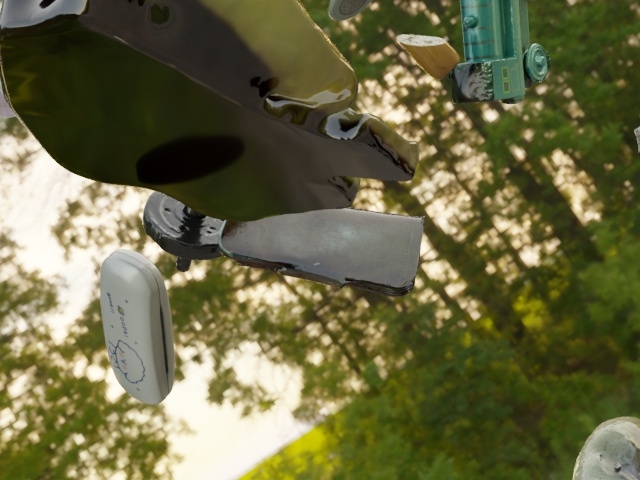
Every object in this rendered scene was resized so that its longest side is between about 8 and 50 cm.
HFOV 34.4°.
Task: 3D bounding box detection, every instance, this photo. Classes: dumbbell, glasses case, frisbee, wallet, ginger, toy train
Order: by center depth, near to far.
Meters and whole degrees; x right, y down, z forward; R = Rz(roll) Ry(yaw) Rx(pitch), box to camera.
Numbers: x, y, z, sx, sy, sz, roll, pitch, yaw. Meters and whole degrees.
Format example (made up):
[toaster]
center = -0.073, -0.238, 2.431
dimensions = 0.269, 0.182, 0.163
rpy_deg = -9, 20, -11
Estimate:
[ginger]
center = -0.087, -0.177, 0.903
dimensions = 0.413, 0.358, 0.211
rpy_deg = 140, 149, -67
[glasses case]
center = -0.200, 0.097, 1.132
dimensions = 0.049, 0.076, 0.197
rpy_deg = -41, -38, -44
[wallet]
center = 0.000, 0.000, 1.310
dimensions = 0.031, 0.255, 0.137
rpy_deg = 95, -173, -48
[dumbbell]
center = -0.158, -0.082, 1.389
dimensions = 0.143, 0.143, 0.325
rpy_deg = -26, -35, -42
[toy train]
center = 0.310, -0.387, 1.838
dimensions = 0.120, 0.298, 0.194
rpy_deg = 3, 13, 43
[frisbee]
center = 0.064, -0.492, 2.118
dimensions = 0.110, 0.014, 0.110
rpy_deg = -29, -22, -13

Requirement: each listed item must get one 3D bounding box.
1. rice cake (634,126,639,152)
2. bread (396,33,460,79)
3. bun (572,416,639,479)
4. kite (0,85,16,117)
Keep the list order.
[rice cake]
center = 0.638, -0.080, 1.684
dimensions = 0.072, 0.365, 0.056
rpy_deg = -29, -37, -2
[bread]
center = 0.183, -0.316, 1.725
dimensions = 0.062, 0.103, 0.049
rpy_deg = -29, 26, 38
[bun]
center = 0.653, 0.498, 2.122
dimensions = 0.273, 0.273, 0.168
rpy_deg = -29, -11, -33
[kite]
center = -0.590, -0.240, 1.447
dimensions = 0.360, 0.204, 0.022
rpy_deg = 1, -47, -28
